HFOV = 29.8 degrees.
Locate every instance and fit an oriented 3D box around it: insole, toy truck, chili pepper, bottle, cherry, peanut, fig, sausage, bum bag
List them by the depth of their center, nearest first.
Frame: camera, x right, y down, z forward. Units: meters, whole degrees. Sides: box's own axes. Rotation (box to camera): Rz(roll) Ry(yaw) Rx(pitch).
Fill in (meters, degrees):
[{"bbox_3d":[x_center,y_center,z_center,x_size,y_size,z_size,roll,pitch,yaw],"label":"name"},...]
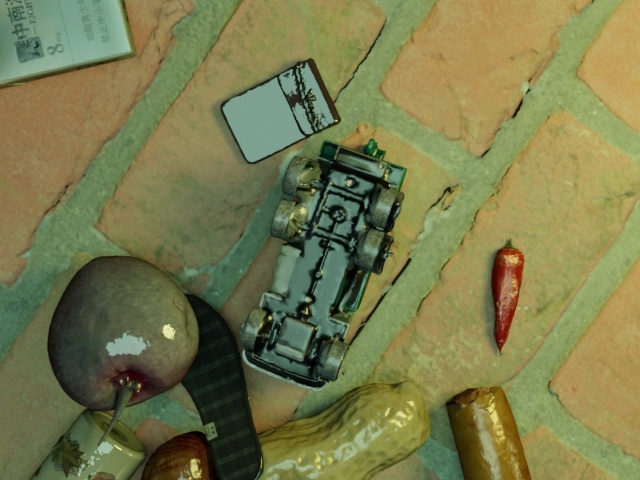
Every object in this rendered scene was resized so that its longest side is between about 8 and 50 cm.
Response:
[{"bbox_3d":[-0.280,0.137,1.709,0.213,0.183,0.266,-20,66,4],"label":"cherry"},{"bbox_3d":[0.015,0.026,1.717,0.176,0.178,0.363,20,93,8],"label":"toy truck"},{"bbox_3d":[-0.155,0.214,1.738,0.110,0.012,0.309,-25,66,14],"label":"insole"},{"bbox_3d":[0.023,0.310,1.757,0.291,0.143,0.159,-24,127,-5],"label":"peanut"},{"bbox_3d":[-0.373,0.377,1.762,0.120,0.120,0.253,37,92,-2],"label":"bottle"},{"bbox_3d":[-0.227,0.369,1.768,0.201,0.134,0.146,-28,122,19],"label":"fig"},{"bbox_3d":[0.262,0.349,1.777,0.109,0.109,0.270,-16,96,0],"label":"sausage"},{"bbox_3d":[-0.060,-0.190,1.782,0.159,0.026,0.109,-27,94,1],"label":"bum bag"},{"bbox_3d":[0.276,0.085,1.799,0.045,0.027,0.178,7,95,-2],"label":"chili pepper"}]

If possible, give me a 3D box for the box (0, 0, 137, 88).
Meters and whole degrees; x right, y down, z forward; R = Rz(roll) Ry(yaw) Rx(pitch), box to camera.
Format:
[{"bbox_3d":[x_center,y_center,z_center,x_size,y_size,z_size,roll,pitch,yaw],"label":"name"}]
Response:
[{"bbox_3d":[-0.405,-0.316,1.752,0.243,0.067,0.155,-12,91,0],"label":"box"}]
